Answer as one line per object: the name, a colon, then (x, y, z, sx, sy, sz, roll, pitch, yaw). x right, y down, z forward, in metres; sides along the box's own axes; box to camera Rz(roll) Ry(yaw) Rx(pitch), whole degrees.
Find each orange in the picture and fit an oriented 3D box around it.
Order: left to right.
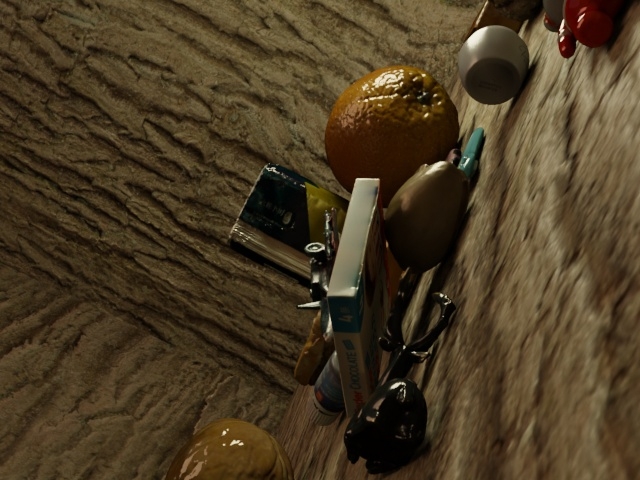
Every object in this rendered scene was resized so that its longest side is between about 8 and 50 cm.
orange: (0.175, -0.250, 1.772, 0.357, 0.322, 0.322, -45, 16, 58)

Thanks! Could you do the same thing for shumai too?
shumai: (0.408, -0.544, 1.468, 0.175, 0.166, 0.206, -42, 5, 13)

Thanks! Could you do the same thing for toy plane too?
toy plane: (0.016, 0.078, 1.256, 0.326, 0.104, 0.223, -65, -29, -60)

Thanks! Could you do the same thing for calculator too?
calculator: (0.273, -0.145, 1.596, 0.166, 0.024, 0.103, -65, 0, -56)

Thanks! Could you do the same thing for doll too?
doll: (0.305, -0.289, 0.849, 0.245, 0.076, 0.142, -71, 7, -64)

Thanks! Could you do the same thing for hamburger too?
hamburger: (0.051, 0.191, 1.605, 0.283, 0.144, 0.260, -70, 0, -50)

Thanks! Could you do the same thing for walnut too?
walnut: (-0.212, 0.572, 1.652, 0.333, 0.332, 0.333, 26, -90, -89)

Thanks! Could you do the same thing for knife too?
knife: (0.267, -0.147, 1.306, 0.222, 0.031, 0.064, -57, -10, -56)

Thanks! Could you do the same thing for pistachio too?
pistachio: (0.170, -0.038, 1.170, 0.185, 0.124, 0.124, -60, 0, 12)

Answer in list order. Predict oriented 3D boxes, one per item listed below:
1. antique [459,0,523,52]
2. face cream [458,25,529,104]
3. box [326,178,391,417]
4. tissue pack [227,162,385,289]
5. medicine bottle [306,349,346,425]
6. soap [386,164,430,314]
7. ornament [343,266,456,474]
antique: (0.404, -0.492, 1.772, 0.310, 0.093, 0.087, -45, -19, -86)
face cream: (0.287, -0.290, 1.224, 0.104, 0.117, 0.117, -76, 8, -46)
box: (0.067, 0.089, 1.141, 0.265, 0.048, 0.273, -74, -19, -46)
tissue pack: (0.000, 0.000, 1.924, 0.253, 0.416, 0.264, -62, -3, 2)
medicine bottle: (0.031, 0.291, 1.451, 0.203, 0.083, 0.083, 114, -179, -47)
soap: (0.166, 0.004, 1.422, 0.173, 0.089, 0.274, 98, -162, -81)
ornament: (0.098, 0.135, 0.848, 0.202, 0.080, 0.236, 106, -171, -61)
